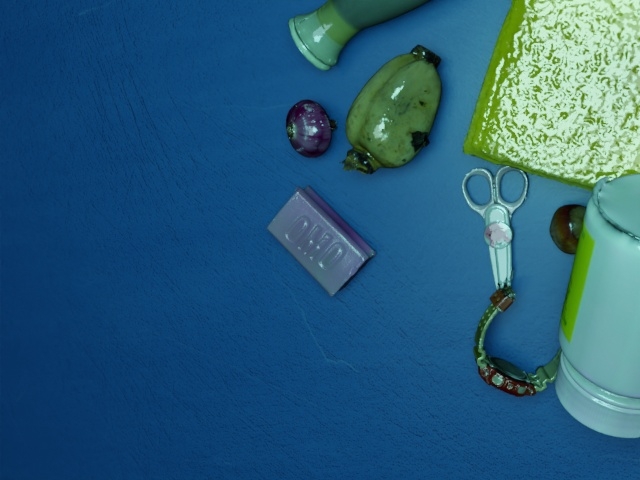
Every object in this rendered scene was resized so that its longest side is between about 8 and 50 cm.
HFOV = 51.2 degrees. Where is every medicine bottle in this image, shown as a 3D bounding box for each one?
[{"bbox_3d":[0.478,0.104,1.000,0.213,0.213,0.379,14,129,22],"label":"medicine bottle"}]

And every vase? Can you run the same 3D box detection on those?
[{"bbox_3d":[0.096,-0.444,1.188,0.321,0.173,0.173,-35,84,31],"label":"vase"}]

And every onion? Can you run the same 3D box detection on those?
[{"bbox_3d":[-0.017,-0.221,1.311,0.104,0.115,0.115,-15,93,-19],"label":"onion"}]

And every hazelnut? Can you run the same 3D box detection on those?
[{"bbox_3d":[0.434,-0.020,1.151,0.086,0.086,0.087,4,100,24],"label":"hazelnut"}]

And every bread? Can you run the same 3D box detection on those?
[{"bbox_3d":[0.433,-0.250,1.071,0.323,0.143,0.333,22,106,18],"label":"bread"}]

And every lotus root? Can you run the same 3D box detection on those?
[{"bbox_3d":[0.135,-0.225,1.214,0.154,0.140,0.257,39,102,28],"label":"lotus root"}]

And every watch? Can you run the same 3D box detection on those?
[{"bbox_3d":[0.374,0.147,1.191,0.164,0.102,0.269,14,104,1],"label":"watch"}]

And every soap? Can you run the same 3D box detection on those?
[{"bbox_3d":[0.000,0.000,1.351,0.203,0.065,0.122,45,113,12],"label":"soap"}]

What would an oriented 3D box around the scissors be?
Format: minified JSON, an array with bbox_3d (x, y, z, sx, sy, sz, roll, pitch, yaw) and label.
[{"bbox_3d":[0.324,-0.015,1.220,0.118,0.030,0.242,-3,97,24],"label":"scissors"}]
